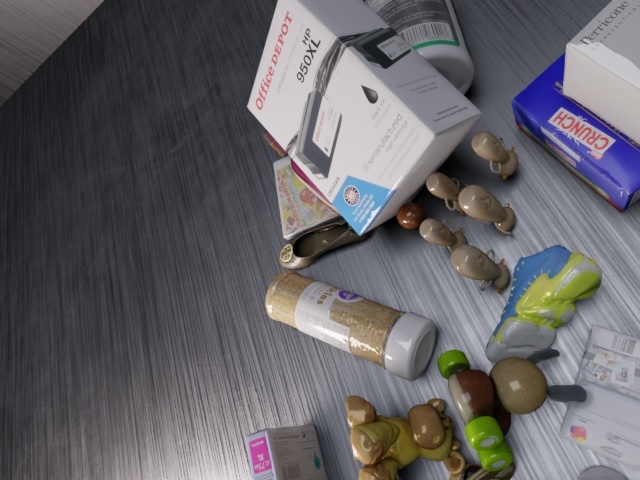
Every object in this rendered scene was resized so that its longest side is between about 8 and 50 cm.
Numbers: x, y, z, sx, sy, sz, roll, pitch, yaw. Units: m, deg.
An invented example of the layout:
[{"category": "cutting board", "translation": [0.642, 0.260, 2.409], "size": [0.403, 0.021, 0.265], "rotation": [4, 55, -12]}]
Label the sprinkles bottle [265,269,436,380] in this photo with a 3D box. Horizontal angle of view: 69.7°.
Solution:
[{"category": "sprinkles bottle", "translation": [0.051, 0.163, 0.941], "size": [0.355, 0.121, 0.121], "rotation": [16, 82, 35]}]

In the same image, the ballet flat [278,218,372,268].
[{"category": "ballet flat", "translation": [0.000, 0.000, 1.067], "size": [0.249, 0.058, 0.084], "rotation": [-19, 64, 25]}]

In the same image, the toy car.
[{"category": "toy car", "translation": [0.309, 0.243, 0.736], "size": [0.188, 0.149, 0.155], "rotation": [-26, 36, 10]}]

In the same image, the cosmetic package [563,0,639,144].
[{"category": "cosmetic package", "translation": [0.540, -0.199, 0.610], "size": [0.197, 0.155, 0.366], "rotation": [-46, 65, 11]}]

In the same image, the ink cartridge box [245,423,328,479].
[{"category": "ink cartridge box", "translation": [-0.035, 0.504, 0.834], "size": [0.065, 0.185, 0.311], "rotation": [-29, 61, 17]}]

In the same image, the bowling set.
[{"category": "bowling set", "translation": [0.268, -0.055, 0.894], "size": [0.199, 0.154, 0.287], "rotation": [4, 76, 52]}]

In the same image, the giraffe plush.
[{"category": "giraffe plush", "translation": [0.152, 0.346, 0.794], "size": [0.170, 0.210, 0.182], "rotation": [-16, 68, 7]}]

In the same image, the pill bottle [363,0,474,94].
[{"category": "pill bottle", "translation": [0.199, -0.475, 1.023], "size": [0.204, 0.204, 0.362], "rotation": [-19, 64, 25]}]

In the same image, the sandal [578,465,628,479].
[{"category": "sandal", "translation": [0.463, 0.446, 0.625], "size": [0.101, 0.076, 0.265], "rotation": [-26, 39, 5]}]

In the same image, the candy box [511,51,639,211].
[{"category": "candy box", "translation": [0.545, -0.251, 0.781], "size": [0.317, 0.122, 0.268], "rotation": [-41, 60, 12]}]

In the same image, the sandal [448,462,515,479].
[{"category": "sandal", "translation": [0.242, 0.412, 0.777], "size": [0.180, 0.072, 0.049], "rotation": [-42, 35, 17]}]

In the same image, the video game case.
[{"category": "video game case", "translation": [-0.018, -0.139, 1.147], "size": [0.206, 0.026, 0.227], "rotation": [-22, 63, 24]}]

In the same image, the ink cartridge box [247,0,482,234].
[{"category": "ink cartridge box", "translation": [0.058, -0.257, 0.902], "size": [0.395, 0.166, 0.286], "rotation": [50, 140, 15]}]

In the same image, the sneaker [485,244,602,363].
[{"category": "sneaker", "translation": [0.369, 0.107, 0.803], "size": [0.240, 0.091, 0.126], "rotation": [-51, 21, 22]}]

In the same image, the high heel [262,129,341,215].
[{"category": "high heel", "translation": [0.009, -0.216, 1.071], "size": [0.181, 0.127, 0.377], "rotation": [-43, 59, 7]}]

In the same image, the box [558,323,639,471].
[{"category": "box", "translation": [0.471, 0.243, 0.705], "size": [0.145, 0.038, 0.186], "rotation": [16, 81, 35]}]
